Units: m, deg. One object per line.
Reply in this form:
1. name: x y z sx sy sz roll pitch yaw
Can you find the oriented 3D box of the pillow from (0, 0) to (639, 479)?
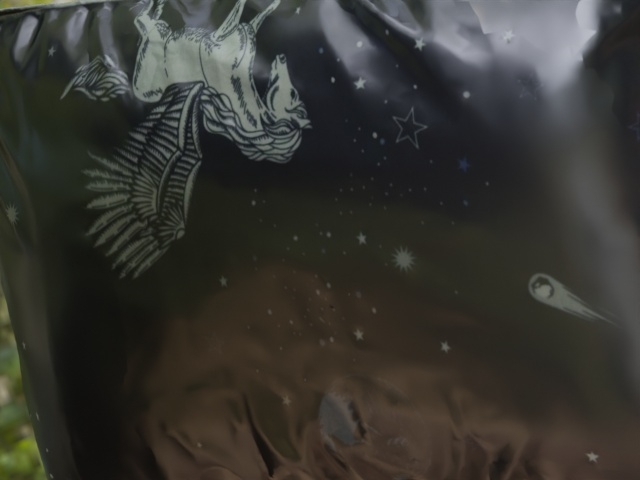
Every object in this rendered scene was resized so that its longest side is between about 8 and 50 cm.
1. pillow: 0.000 0.000 0.433 0.208 0.141 0.055 -8 8 37
